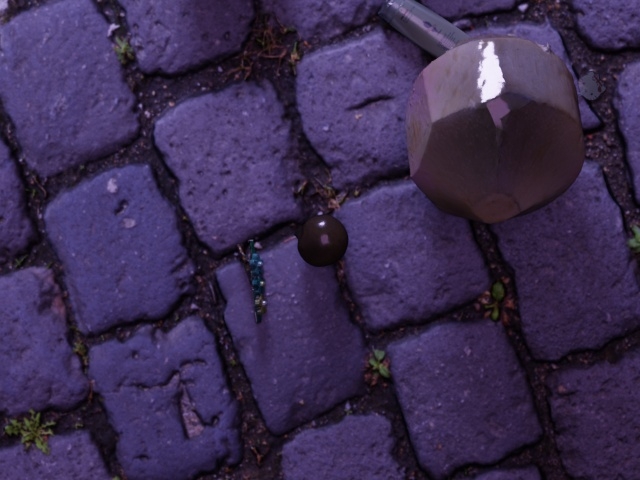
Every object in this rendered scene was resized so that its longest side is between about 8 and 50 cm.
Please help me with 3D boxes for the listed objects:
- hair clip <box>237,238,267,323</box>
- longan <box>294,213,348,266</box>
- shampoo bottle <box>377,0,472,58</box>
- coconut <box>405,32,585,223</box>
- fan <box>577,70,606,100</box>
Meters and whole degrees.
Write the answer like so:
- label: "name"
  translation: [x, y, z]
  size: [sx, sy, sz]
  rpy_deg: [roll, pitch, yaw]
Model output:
- label: "hair clip"
  translation: [-0.133, 0.083, 1.430]
  size: [0.049, 0.049, 0.172]
  rpy_deg: [-11, 91, 1]
- label: "longan"
  translation: [0.000, 0.000, 1.404]
  size: [0.113, 0.092, 0.113]
  rpy_deg: [6, 106, 22]
- label: "shampoo bottle"
  translation: [0.216, -0.417, 1.402]
  size: [0.212, 0.049, 0.072]
  rpy_deg: [33, 97, -1]
- label: "coconut"
  translation: [0.319, -0.187, 1.290]
  size: [0.353, 0.352, 0.352]
  rpy_deg: [0, 93, 0]
- label: "fan"
  translation: [0.536, -0.304, 1.428]
  size: [0.083, 0.004, 0.056]
  rpy_deg: [-36, 92, 3]
